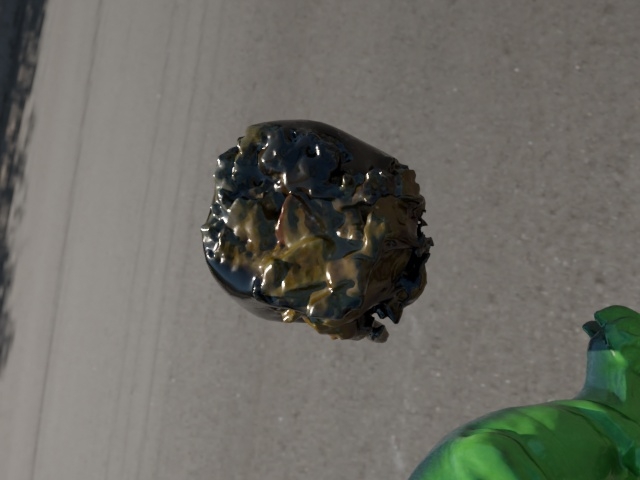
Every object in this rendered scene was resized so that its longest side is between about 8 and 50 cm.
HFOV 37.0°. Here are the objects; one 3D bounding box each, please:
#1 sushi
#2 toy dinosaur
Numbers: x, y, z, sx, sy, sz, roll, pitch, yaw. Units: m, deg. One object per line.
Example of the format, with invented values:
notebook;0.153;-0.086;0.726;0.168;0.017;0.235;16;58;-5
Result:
sushi;0.005;0.004;0.932;0.200;0.204;0.213;33;100;25
toy dinosaur;0.108;0.175;0.831;0.144;0.499;0.375;100;-179;-48
